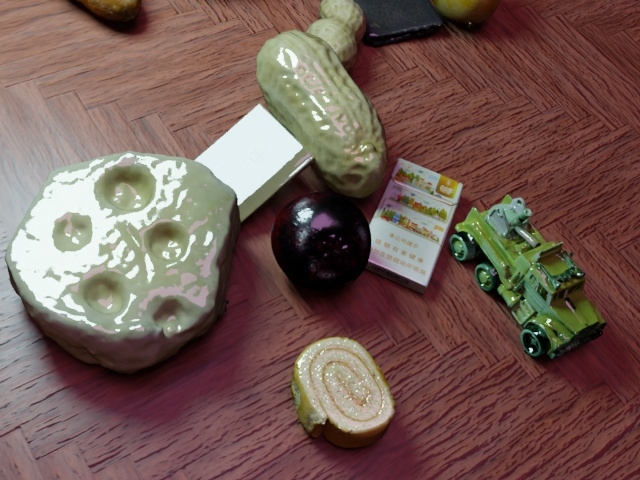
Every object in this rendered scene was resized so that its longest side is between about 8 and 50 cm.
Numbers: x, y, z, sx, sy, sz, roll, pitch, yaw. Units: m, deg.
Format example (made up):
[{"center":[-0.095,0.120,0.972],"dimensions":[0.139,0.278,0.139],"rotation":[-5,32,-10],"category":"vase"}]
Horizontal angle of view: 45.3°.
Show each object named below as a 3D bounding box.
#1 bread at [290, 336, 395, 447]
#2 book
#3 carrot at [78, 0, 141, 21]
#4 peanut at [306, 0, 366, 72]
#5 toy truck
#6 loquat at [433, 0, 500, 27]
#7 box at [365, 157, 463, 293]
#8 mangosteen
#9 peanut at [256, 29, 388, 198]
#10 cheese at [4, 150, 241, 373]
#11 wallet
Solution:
[{"center":[0.025,0.208,1.030],"dimensions":[0.122,0.073,0.149],"rotation":[-20,61,-18],"category":"bread"},{"center":[-0.124,-0.108,1.193],"dimensions":[0.199,0.016,0.138],"rotation":[-41,71,-7],"category":"book"},{"center":[-0.404,-0.475,1.364],"dimensions":[0.159,0.159,0.225],"rotation":[-33,82,-29],"category":"carrot"},{"center":[0.029,-0.381,1.413],"dimensions":[0.104,0.085,0.228],"rotation":[17,53,3],"category":"peanut"},{"center":[0.322,0.044,1.163],"dimensions":[0.128,0.135,0.259],"rotation":[-19,66,-23],"category":"toy truck"},{"center":[0.290,-0.502,1.514],"dimensions":[0.163,0.137,0.163],"rotation":[-4,98,-30],"category":"loquat"},{"center":[0.146,-0.028,1.233],"dimensions":[0.122,0.032,0.220],"rotation":[23,55,4],"category":"box"},{"center":[0.000,0.000,1.129],"dimensions":[0.152,0.152,0.152],"rotation":[6,56,-8],"category":"mangosteen"},{"center":[0.007,-0.203,1.251],"dimensions":[0.152,0.152,0.313],"rotation":[-28,73,-27],"category":"peanut"},{"center":[-0.254,0.017,1.057],"dimensions":[0.326,0.115,0.318],"rotation":[-25,64,-19],"category":"cheese"},{"center":[0.107,-0.525,1.554],"dimensions":[0.170,0.044,0.321],"rotation":[-15,64,-20],"category":"wallet"}]
